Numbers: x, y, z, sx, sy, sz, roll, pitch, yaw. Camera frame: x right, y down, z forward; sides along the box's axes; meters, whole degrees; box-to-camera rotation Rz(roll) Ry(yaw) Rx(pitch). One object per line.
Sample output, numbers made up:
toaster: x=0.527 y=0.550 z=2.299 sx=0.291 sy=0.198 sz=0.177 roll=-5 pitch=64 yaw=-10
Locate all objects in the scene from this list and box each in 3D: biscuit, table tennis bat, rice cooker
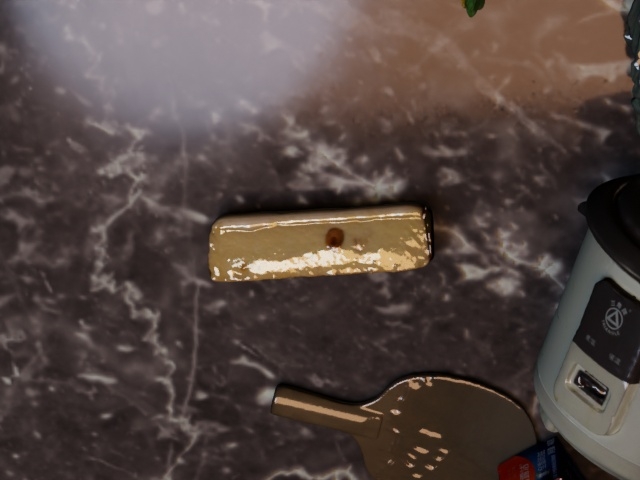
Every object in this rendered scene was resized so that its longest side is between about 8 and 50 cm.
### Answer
biscuit: x=0.000 y=0.000 z=1.558 sx=0.188 sy=0.052 sz=0.056 roll=-5 pitch=98 yaw=7
table tennis bat: x=0.072 y=0.165 z=1.635 sx=0.234 sy=0.022 sz=0.131 roll=15 pitch=113 yaw=-2
rice cooker: x=0.296 y=0.065 z=1.451 sx=0.241 sy=0.280 sz=0.227 roll=-4 pitch=124 yaw=-38

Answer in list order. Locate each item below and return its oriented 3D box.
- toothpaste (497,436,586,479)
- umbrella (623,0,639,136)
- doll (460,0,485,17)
toothpaste: x=0.262 y=0.319 z=1.637 sx=0.066 sy=0.076 sz=0.320 roll=-30 pitch=107 yaw=15
umbrella: x=0.406 y=-0.126 z=1.439 sx=0.349 sy=0.094 sz=0.143 roll=5 pitch=131 yaw=10
doll: x=0.101 y=-0.225 z=1.464 sx=0.113 sy=0.077 sz=0.078 roll=32 pitch=87 yaw=24
